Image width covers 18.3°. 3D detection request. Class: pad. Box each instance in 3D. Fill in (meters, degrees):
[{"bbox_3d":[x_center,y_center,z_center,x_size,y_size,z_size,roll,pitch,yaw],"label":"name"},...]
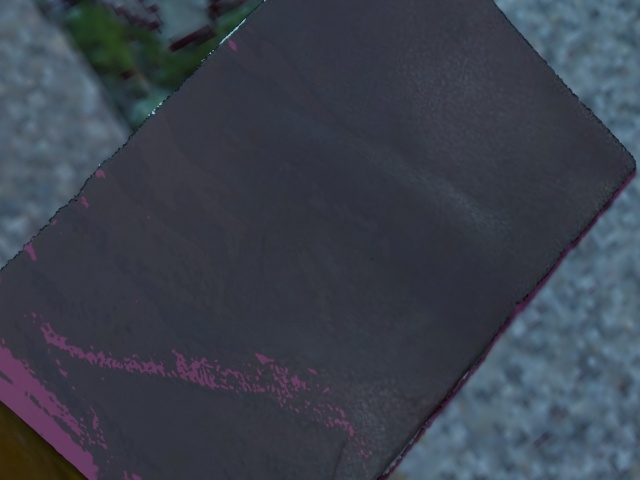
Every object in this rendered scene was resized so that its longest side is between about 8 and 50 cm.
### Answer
[{"bbox_3d":[0.000,0.000,0.532,0.113,0.006,0.188,47,65,-9],"label":"pad"}]

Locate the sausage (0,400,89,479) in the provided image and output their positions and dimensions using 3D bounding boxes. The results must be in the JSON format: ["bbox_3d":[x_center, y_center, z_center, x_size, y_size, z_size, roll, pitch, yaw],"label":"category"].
[{"bbox_3d":[-0.116,0.046,0.431,0.197,0.076,0.076,40,66,-12],"label":"sausage"}]
